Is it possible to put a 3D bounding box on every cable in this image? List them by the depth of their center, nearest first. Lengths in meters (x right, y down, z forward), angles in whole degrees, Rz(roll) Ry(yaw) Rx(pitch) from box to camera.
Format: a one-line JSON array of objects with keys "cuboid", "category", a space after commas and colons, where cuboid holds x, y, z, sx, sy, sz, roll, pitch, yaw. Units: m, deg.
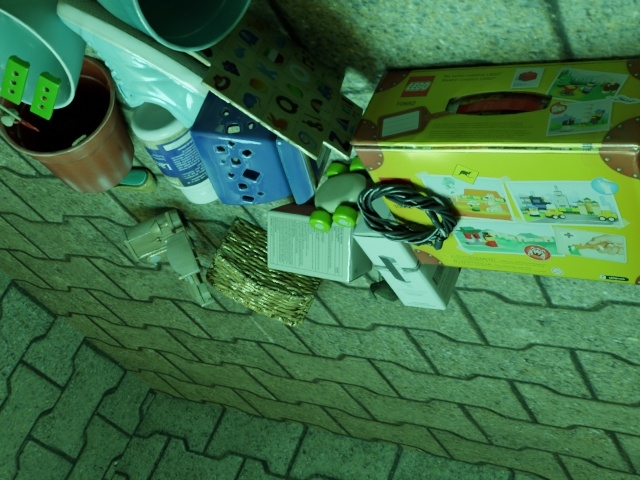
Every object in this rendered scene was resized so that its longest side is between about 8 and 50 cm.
[{"cuboid": [0.153, -0.045, 1.493, 0.184, 0.047, 0.150, 25, 153, 2], "category": "cable"}]

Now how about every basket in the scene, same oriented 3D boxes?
[{"cuboid": [-0.166, 0.128, 2.245, 0.299, 0.213, 0.223, 27, 131, -3], "category": "basket"}]

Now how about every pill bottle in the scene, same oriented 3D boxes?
[{"cuboid": [-0.312, -0.213, 1.893, 0.153, 0.153, 0.265, 10, 149, 28], "category": "pill bottle"}]

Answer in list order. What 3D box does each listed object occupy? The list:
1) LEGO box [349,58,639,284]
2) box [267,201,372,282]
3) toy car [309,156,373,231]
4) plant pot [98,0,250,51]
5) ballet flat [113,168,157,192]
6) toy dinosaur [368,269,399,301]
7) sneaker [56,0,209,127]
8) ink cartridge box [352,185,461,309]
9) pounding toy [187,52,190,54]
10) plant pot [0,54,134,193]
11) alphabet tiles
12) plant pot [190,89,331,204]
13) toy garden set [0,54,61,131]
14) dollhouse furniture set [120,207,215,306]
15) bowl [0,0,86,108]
[{"cuboid": [0.362, -0.115, 1.457, 0.500, 0.193, 0.372, 5, 146, 34], "category": "LEGO box"}, {"cuboid": [0.000, 0.000, 1.974, 0.232, 0.126, 0.149, 10, 107, 28], "category": "box"}, {"cuboid": [0.093, -0.066, 1.822, 0.188, 0.155, 0.148, 36, 151, -33], "category": "toy car"}, {"cuboid": [-0.281, -0.470, 1.319, 0.255, 0.272, 0.272, 25, 156, 31], "category": "plant pot"}, {"cuboid": [-0.553, -0.166, 2.265, 0.232, 0.080, 0.073, 12, 165, 27], "category": "ballet flat"}, {"cuboid": [0.179, 0.069, 1.929, 0.120, 0.314, 0.160, -10, 119, 9], "category": "toy dinosaur"}, {"cuboid": [-0.389, -0.353, 1.672, 0.365, 0.135, 0.150, 31, 107, -10], "category": "sneaker"}, {"cuboid": [0.205, -0.007, 1.775, 0.114, 0.197, 0.273, 3, 145, 37], "category": "ink cartridge box"}, {"cuboid": [-0.306, -0.432, 1.565, 0.181, 0.094, 0.206, 27, 152, -4], "category": "pounding toy"}, {"cuboid": [-0.580, -0.256, 1.949, 0.272, 0.273, 0.265, 18, 160, 13], "category": "plant pot"}, {"cuboid": [-0.074, -0.283, 1.448, 0.342, 0.285, 0.011, 33, 129, -14], "category": "alphabet tiles"}, {"cuboid": [-0.097, -0.215, 1.636, 0.212, 0.236, 0.236, 9, 149, 17], "category": "plant pot"}, {"cuboid": [-0.673, -0.329, 1.720, 0.244, 0.049, 0.204, 28, 136, -10], "category": "toy garden set"}, {"cuboid": [-0.417, 0.109, 2.309, 0.303, 0.173, 0.356, 77, 168, -58], "category": "dollhouse furniture set"}, {"cuboid": [-0.623, -0.445, 1.732, 0.311, 0.163, 0.312, 19, 153, 10], "category": "bowl"}]
